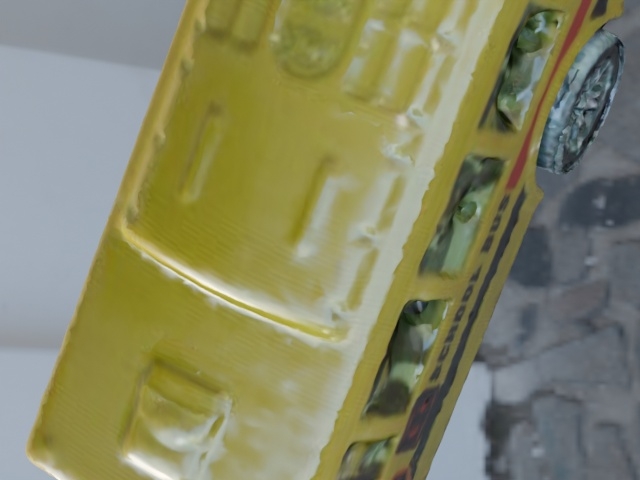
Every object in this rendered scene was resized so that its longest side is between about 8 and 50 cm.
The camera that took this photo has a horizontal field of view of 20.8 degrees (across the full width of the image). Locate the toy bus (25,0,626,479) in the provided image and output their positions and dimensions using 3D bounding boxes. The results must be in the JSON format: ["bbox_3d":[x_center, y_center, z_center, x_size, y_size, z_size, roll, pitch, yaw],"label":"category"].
[{"bbox_3d":[0.000,0.000,0.552,0.121,0.123,0.335,25,101,20],"label":"toy bus"}]
